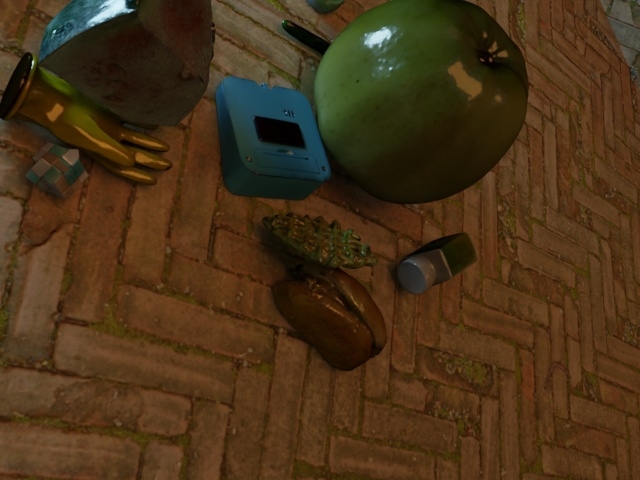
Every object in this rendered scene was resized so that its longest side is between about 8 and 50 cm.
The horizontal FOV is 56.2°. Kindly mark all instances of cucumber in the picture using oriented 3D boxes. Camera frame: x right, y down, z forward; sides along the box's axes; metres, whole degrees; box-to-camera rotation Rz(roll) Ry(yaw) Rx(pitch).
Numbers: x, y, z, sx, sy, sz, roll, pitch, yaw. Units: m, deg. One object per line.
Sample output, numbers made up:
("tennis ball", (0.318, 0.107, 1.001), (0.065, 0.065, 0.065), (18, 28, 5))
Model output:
("cucumber", (-0.021, -0.484, 1.447), (0.184, 0.033, 0.036), (18, 50, -36))

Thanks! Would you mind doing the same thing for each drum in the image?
("drum", (-0.003, -0.696, 1.504), (0.130, 0.049, 0.253), (-3, 80, -39))

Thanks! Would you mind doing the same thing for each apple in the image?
("apple", (0.225, -0.316, 1.344), (0.473, 0.473, 0.474), (11, 72, -36))

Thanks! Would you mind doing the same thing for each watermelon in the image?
("watermelon", (-0.298, -0.320, 1.039), (0.387, 0.228, 0.258), (-76, 151, -63))

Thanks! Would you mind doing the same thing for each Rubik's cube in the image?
("Rubik's cube", (-0.439, -0.119, 0.985), (0.084, 0.073, 0.075), (7, 57, 7))

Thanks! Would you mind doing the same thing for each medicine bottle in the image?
("medicine bottle", (0.280, 0.057, 1.480), (0.188, 0.132, 0.088), (-26, 96, -39))

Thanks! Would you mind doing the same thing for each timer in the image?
("timer", (-0.110, -0.222, 1.299), (0.231, 0.091, 0.250), (2, 65, -37))

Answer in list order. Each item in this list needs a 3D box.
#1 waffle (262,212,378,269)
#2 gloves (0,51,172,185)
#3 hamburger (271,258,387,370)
("waffle", (0.000, 0.002, 1.245), (0.204, 0.223, 0.054), (-4, 121, -47))
("gloves", (-0.387, -0.201, 1.047), (0.294, 0.116, 0.133), (26, 68, -38))
("hamburger", (0.045, 0.154, 1.254), (0.283, 0.156, 0.144), (47, 54, -16))
